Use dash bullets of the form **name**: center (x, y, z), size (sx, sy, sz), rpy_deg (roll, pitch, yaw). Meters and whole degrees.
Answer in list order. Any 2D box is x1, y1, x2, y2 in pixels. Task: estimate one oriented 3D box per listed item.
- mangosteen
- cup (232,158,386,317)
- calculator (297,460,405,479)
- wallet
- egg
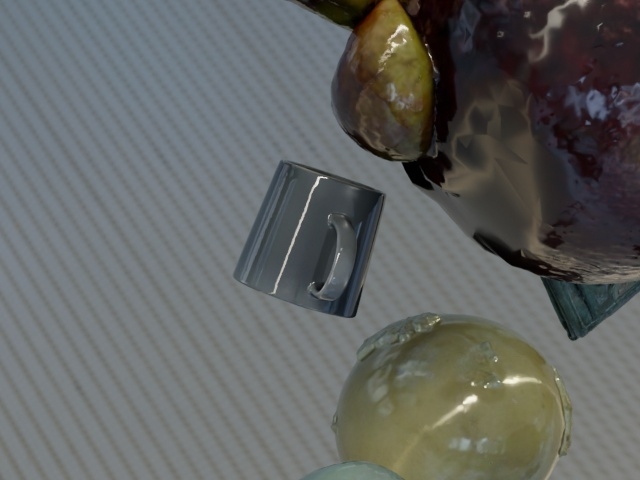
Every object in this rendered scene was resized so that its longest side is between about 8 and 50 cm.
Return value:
- **mangosteen**: center (0.144, -0.109, 0.955), size (0.293, 0.297, 0.297), rpy_deg (-31, 62, -16)
- **cup**: center (0.000, 0.000, 1.001), size (0.078, 0.077, 0.100), rpy_deg (17, 5, -23)
- **calculator**: center (-0.010, 0.142, 0.362), size (0.246, 0.045, 0.141), rpy_deg (-29, 90, -55)
- **wallet**: center (0.216, 0.005, 1.241), size (0.129, 0.088, 0.026), rpy_deg (-38, 27, -21)
- **egg**: center (0.092, 0.133, 1.213), size (0.164, 0.201, 0.164), rpy_deg (7, 72, -22)
